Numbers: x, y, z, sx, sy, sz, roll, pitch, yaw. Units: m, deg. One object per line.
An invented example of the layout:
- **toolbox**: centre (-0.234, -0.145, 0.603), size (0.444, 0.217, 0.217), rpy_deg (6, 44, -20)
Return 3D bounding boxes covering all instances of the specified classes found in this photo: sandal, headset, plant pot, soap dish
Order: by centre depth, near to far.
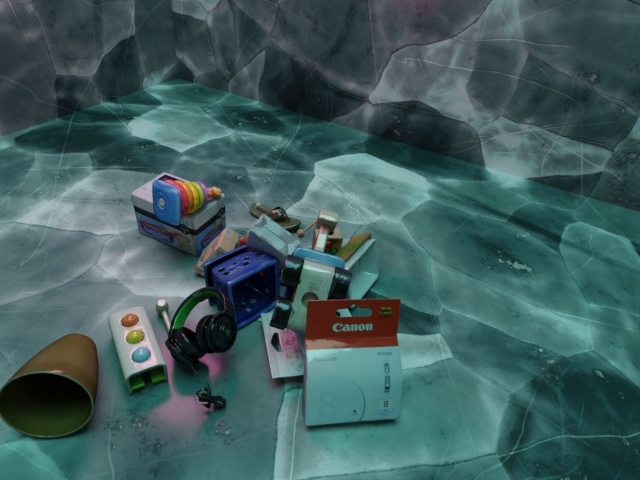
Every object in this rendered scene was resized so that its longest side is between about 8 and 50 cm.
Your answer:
- **plant pot**: centre (-0.771, 0.403, 1.252), size (0.237, 0.237, 0.254), rpy_deg (-1, 23, -12)
- **headset**: centre (-0.379, 0.344, 1.393), size (0.244, 0.185, 0.394), rpy_deg (-28, 46, 14)
- **plant pot**: centre (-0.314, 0.166, 1.625), size (0.212, 0.235, 0.236), rpy_deg (28, 41, 34)
- **soap dish**: centre (0.136, 0.127, 1.773), size (0.118, 0.228, 0.291), rpy_deg (11, 34, 32)
- **sandal**: centre (-0.240, -0.133, 2.135), size (0.303, 0.086, 0.120), rpy_deg (25, 40, 20)

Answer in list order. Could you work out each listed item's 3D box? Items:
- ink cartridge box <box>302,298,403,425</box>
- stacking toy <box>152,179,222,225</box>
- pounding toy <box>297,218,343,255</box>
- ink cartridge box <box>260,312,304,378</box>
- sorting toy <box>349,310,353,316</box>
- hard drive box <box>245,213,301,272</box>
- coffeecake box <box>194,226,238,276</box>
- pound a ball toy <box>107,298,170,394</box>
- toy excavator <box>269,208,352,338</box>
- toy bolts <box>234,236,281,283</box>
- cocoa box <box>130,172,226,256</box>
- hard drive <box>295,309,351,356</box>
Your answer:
- **ink cartridge box**: centre (0.105, 0.377, 1.304), size (0.309, 0.384, 0.091), rpy_deg (0, 13, -10)
- **stacking toy**: centre (-0.531, -0.185, 1.745), size (0.175, 0.165, 0.302), rpy_deg (23, 27, 31)
- **pounding toy**: centre (-0.005, -0.007, 1.940), size (0.206, 0.181, 0.094), rpy_deg (2, 38, -9)
- **ink cartridge box**: centre (-0.070, 0.378, 1.520), size (0.261, 0.066, 0.296), rpy_deg (-3, 38, -15)
- **sorting toy**: centre (0.113, 0.349, 1.570), size (0.132, 0.046, 0.274), rpy_deg (22, 21, -42)
- **hard drive box**: centre (-0.193, 0.021, 1.647), size (0.181, 0.232, 0.089), rpy_deg (37, 65, 0)
- **coffeecake box**: centre (-0.440, 0.050, 1.777), size (0.068, 0.185, 0.142), rpy_deg (38, 30, -23)
- **pound a ball toy**: centre (-0.590, 0.328, 1.428), size (0.208, 0.135, 0.319), rpy_deg (-15, 44, -28)
- **toy excavator**: centre (-0.022, 0.101, 1.524), size (0.223, 0.432, 0.445), rpy_deg (15, 4, -4)
- **toy bolts**: centre (-0.283, 0.082, 1.838), size (0.229, 0.158, 0.218), rpy_deg (11, 74, -28)
- **cocoa box**: centre (-0.641, -0.123, 1.925), size (0.347, 0.227, 0.231), rpy_deg (21, 41, 15)
- **hard drive**: centre (0.018, 0.318, 1.494), size (0.210, 0.040, 0.318), rpy_deg (-18, 43, -10)
